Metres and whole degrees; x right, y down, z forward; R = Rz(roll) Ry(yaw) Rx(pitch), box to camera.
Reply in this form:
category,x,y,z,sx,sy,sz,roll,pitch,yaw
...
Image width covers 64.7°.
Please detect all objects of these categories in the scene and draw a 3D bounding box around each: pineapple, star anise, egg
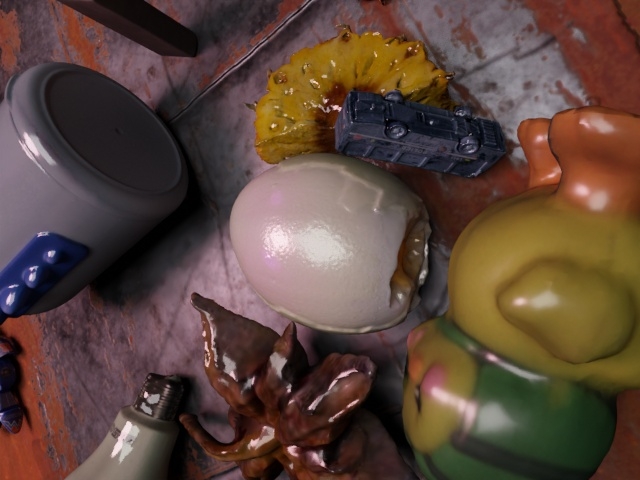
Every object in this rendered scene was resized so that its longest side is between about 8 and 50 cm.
category,x,y,z,sx,sy,sz,roll,pitch,yaw
pineapple,0.029,-0.172,0.557,0.233,0.079,0.135,-10,58,12
star anise,-0.049,0.203,0.568,0.349,0.109,0.293,17,117,29
egg,0.000,0.000,0.532,0.217,0.183,0.183,9,94,26

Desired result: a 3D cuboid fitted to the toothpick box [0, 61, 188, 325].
category,x,y,z,sx,sy,sz,roll,pitch,yaw
toothpick box,-0.380,-0.033,0.695,0.354,0.263,0.263,-36,74,24

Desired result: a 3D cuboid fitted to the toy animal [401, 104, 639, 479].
category,x,y,z,sx,sy,sz,roll,pitch,yaw
toy animal,0.193,0.072,0.429,0.191,0.216,0.338,20,101,-1

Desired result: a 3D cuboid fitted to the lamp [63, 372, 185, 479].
category,x,y,z,sx,sy,sz,roll,pitch,yaw
lamp,-0.294,0.340,0.701,0.181,0.182,0.314,-1,75,27

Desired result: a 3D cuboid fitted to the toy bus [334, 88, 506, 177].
category,x,y,z,sx,sy,sz,roll,pitch,yaw
toy bus,0.098,-0.104,0.503,0.065,0.165,0.047,123,151,-56

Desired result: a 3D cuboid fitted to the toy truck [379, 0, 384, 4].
category,x,y,z,sx,sy,sz,roll,pitch,yaw
toy truck,0.025,-0.370,0.581,0.177,0.080,0.115,43,103,20

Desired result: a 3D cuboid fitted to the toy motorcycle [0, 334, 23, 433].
category,x,y,z,sx,sy,sz,roll,pitch,yaw
toy motorcycle,-0.590,0.246,0.903,0.114,0.076,0.205,-14,84,20

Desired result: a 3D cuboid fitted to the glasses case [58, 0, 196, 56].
category,x,y,z,sx,sy,sz,roll,pitch,yaw
glasses case,-0.246,-0.290,0.659,0.072,0.190,0.042,4,90,23
